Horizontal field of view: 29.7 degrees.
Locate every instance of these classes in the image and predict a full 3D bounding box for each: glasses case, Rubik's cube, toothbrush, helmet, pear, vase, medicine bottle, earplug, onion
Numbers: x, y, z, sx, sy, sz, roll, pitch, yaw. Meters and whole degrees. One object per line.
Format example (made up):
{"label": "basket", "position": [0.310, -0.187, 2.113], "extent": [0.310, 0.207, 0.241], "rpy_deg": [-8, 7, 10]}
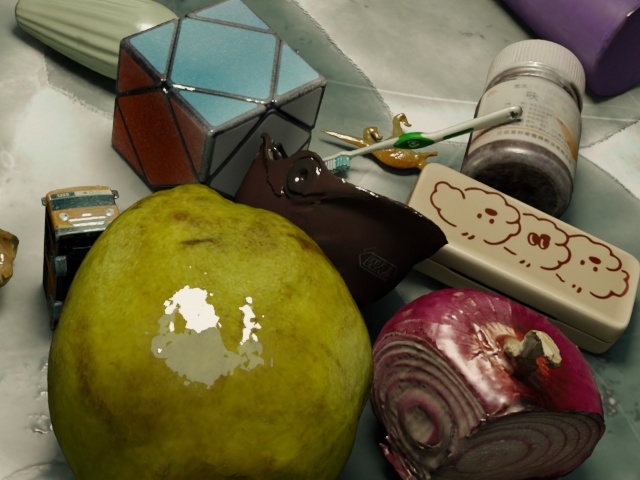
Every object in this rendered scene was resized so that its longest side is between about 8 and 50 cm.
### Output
{"label": "glasses case", "position": [0.268, 0.023, 1.659], "extent": [0.336, 0.076, 0.144], "rpy_deg": [25, 52, -1]}
{"label": "Rubik's cube", "position": [-0.143, -0.174, 1.651], "extent": [0.205, 0.207, 0.205], "rpy_deg": [-29, 62, -33]}
{"label": "toothbrush", "position": [0.139, -0.145, 1.715], "extent": [0.303, 0.030, 0.030], "rpy_deg": [-16, 47, 18]}
{"label": "helmet", "position": [0.000, 0.000, 1.518], "extent": [0.225, 0.177, 0.305], "rpy_deg": [34, -2, -37]}
{"label": "pear", "position": [-0.122, 0.144, 1.313], "extent": [0.351, 0.352, 0.414], "rpy_deg": [5, 56, -11]}
{"label": "vase", "position": [-0.329, -0.311, 1.779], "extent": [0.248, 0.128, 0.128], "rpy_deg": [18, 48, 13]}
{"label": "medicine bottle", "position": [0.303, -0.159, 1.783], "extent": [0.165, 0.165, 0.273], "rpy_deg": [18, 50, 1]}
{"label": "earplug", "position": [0.390, -0.459, 2.041], "extent": [0.215, 0.215, 0.456], "rpy_deg": [-24, 57, -30]}
{"label": "onion", "position": [0.195, 0.168, 1.445], "extent": [0.256, 0.272, 0.230], "rpy_deg": [27, 31, -42]}

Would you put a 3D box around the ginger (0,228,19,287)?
{"label": "ginger", "position": [-0.487, -0.035, 1.517], "extent": [0.294, 0.086, 0.131], "rpy_deg": [43, 37, 21]}

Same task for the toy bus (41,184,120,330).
{"label": "toy bus", "position": [-0.290, 0.018, 1.467], "extent": [0.091, 0.182, 0.103], "rpy_deg": [-7, 51, -20]}

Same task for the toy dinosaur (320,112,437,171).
{"label": "toy dinosaur", "position": [0.095, -0.128, 1.787], "extent": [0.162, 0.039, 0.126], "rpy_deg": [-11, 56, -21]}
